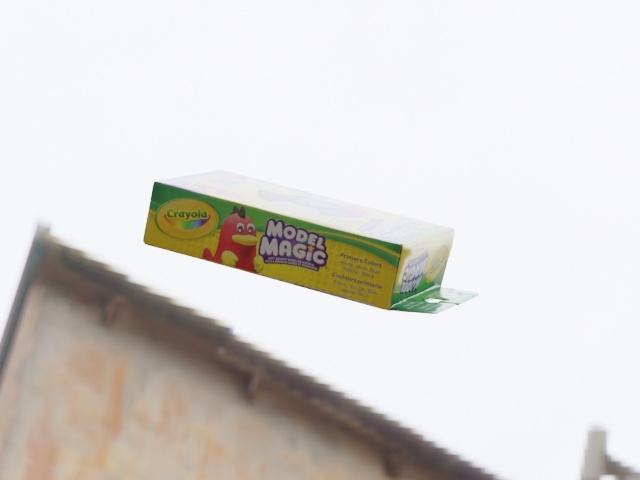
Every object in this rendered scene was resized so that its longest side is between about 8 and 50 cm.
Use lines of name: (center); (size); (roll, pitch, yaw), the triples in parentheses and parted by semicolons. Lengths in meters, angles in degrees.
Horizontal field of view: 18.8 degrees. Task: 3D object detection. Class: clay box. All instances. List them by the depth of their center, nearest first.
clay box: (0.000, 0.000, 1.387); (0.222, 0.127, 0.053); (14, -80, 18)
